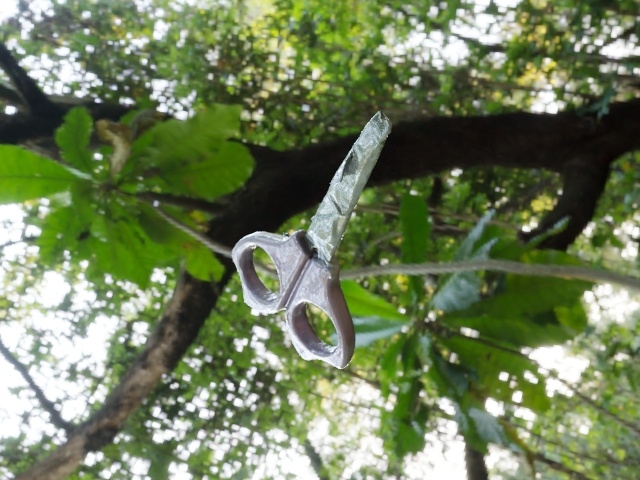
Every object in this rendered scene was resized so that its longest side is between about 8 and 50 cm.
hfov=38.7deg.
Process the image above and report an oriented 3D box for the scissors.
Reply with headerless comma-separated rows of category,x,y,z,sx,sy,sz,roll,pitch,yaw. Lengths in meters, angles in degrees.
scissors,0.000,0.000,0.545,0.021,0.110,0.212,-35,-18,-35
